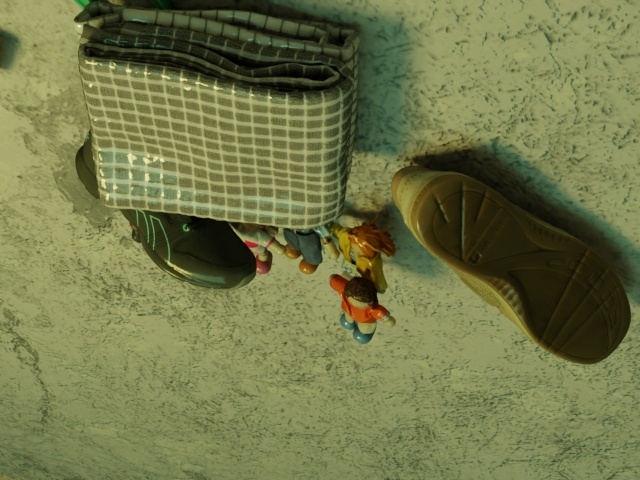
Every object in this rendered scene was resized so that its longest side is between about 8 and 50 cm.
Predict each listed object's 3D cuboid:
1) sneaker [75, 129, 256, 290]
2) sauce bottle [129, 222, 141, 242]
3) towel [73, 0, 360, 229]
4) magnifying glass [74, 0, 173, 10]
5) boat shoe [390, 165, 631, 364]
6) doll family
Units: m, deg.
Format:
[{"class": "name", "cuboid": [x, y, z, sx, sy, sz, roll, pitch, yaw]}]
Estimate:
[{"class": "sneaker", "cuboid": [-0.176, -0.047, 1.394, 0.267, 0.101, 0.106, 39, 132, 11]}, {"class": "sauce bottle", "cuboid": [-0.228, -0.036, 1.566, 0.042, 0.042, 0.128, 19, 154, -3]}, {"class": "towel", "cuboid": [-0.106, -0.122, 1.231, 0.284, 0.121, 0.235, 7, 148, 4]}, {"class": "magnifying glass", "cuboid": [-0.253, -0.269, 1.190, 0.231, 0.026, 0.092, 28, 150, -16]}, {"class": "boat shoe", "cuboid": [0.220, 0.019, 1.360, 0.341, 0.121, 0.110, 38, -178, -28]}, {"class": "doll family", "cuboid": [0.000, 0.000, 1.456, 0.263, 0.118, 0.163, 31, 160, 13]}]
